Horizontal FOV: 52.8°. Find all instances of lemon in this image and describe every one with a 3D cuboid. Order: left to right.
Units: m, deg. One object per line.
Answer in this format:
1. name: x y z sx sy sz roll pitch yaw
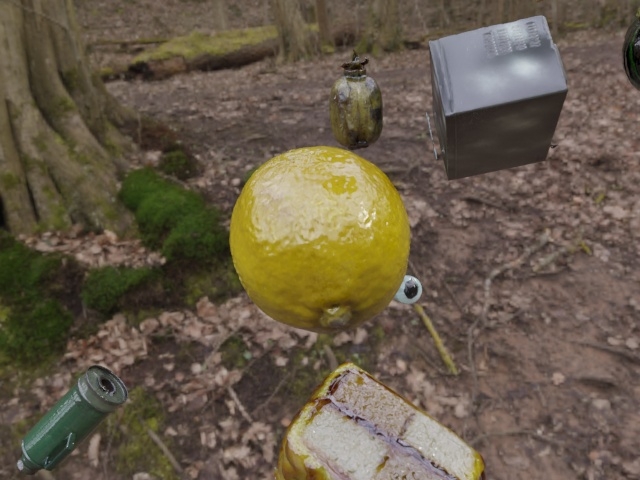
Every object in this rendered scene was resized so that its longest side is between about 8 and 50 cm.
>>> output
1. lemon: 0.000 -0.001 0.956 0.293 0.293 0.293 -6 10 1

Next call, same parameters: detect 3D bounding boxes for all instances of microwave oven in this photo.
1. microwave oven: 0.492 -0.382 1.821 0.374 0.236 0.432 -10 -18 8

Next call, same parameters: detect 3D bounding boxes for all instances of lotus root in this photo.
1. lotus root: 0.099 -0.394 1.818 0.154 0.278 0.154 -5 15 2

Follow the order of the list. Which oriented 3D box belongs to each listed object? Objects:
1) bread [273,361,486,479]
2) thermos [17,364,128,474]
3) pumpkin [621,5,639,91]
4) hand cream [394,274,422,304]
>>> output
1. bread: 0.063 0.253 0.719 0.222 0.096 0.181 33 42 20
2. thermos: -0.369 0.276 0.947 0.188 0.083 0.073 -45 -23 9
3. pumpkin: 0.798 -0.456 1.414 0.238 0.315 0.315 34 9 -6
4. hand cream: 0.163 0.102 1.642 0.109 0.067 0.320 7 4 -17
